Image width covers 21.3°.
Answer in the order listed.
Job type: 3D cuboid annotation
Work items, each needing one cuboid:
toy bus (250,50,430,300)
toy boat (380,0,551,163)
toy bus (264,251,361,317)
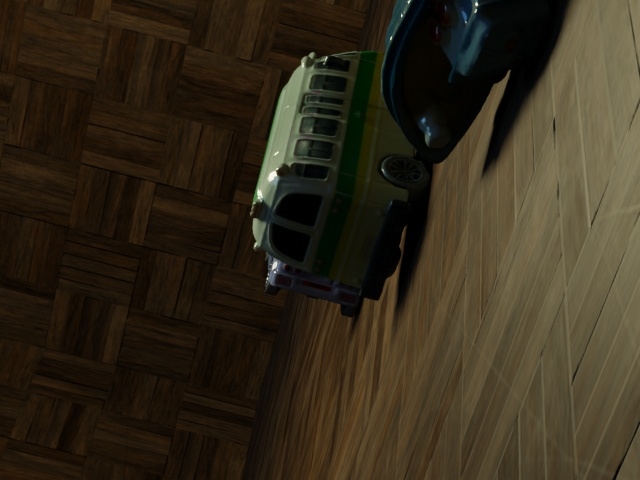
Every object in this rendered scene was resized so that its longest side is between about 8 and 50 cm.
[{"bbox_3d":[0.025,-0.085,1.750,0.276,0.165,0.133,-80,6,-52],"label":"toy bus"},{"bbox_3d":[0.105,-0.135,1.236,0.238,0.109,0.098,109,141,-58],"label":"toy boat"},{"bbox_3d":[0.000,0.000,2.217,0.292,0.126,0.133,-96,22,-79],"label":"toy bus"}]
